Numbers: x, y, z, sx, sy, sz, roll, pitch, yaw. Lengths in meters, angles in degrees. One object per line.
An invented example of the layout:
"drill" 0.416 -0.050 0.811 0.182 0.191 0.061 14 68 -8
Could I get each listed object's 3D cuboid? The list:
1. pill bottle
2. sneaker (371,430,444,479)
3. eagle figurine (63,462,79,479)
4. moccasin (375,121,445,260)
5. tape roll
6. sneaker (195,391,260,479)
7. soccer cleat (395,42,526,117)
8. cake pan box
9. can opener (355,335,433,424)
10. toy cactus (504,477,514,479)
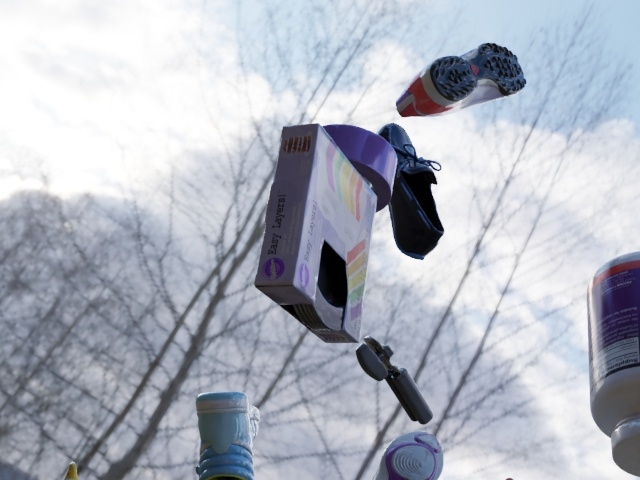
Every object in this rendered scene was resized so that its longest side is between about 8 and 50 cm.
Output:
"pill bottle" 0.493 0.183 1.414 0.181 0.323 0.181 7 -43 6
"sneaker" 0.124 0.485 1.791 0.114 0.305 0.152 37 -35 6
"eagle figurine" -0.301 0.374 1.105 0.298 0.226 0.225 4 -71 48
"moccasin" 0.211 -0.122 2.064 0.138 0.342 0.117 8 -35 -38
"tape roll" 0.045 -0.128 1.770 0.189 0.080 0.189 8 -31 5
"sneaker" -0.179 0.416 1.824 0.127 0.208 0.319 -5 -20 3
"soccer cleat" 0.262 -0.287 1.740 0.116 0.318 0.108 -28 -95 44
"cake pan box" 0.000 0.000 1.392 0.070 0.267 0.246 -3 -27 26
"can opener" 0.176 0.359 2.371 0.283 0.095 0.076 58 -23 -18
"toy cactus" 0.342 0.479 1.584 0.219 0.112 0.180 12 5 24
